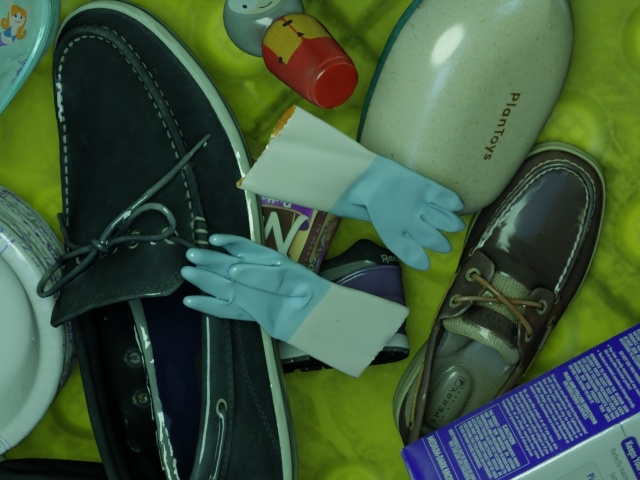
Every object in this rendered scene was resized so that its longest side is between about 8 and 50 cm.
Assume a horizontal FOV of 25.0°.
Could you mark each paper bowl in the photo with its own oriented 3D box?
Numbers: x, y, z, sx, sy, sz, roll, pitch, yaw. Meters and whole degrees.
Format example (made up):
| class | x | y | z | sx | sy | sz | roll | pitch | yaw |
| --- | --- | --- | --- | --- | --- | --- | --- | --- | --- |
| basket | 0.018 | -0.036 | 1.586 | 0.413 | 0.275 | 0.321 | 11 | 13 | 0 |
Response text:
| class | x | y | z | sx | sy | sz | roll | pitch | yaw |
| --- | --- | --- | --- | --- | --- | --- | --- | --- | --- |
| paper bowl | -0.368 | 0.067 | 1.389 | 0.284 | 0.148 | 0.284 | 2 | 107 | 5 |

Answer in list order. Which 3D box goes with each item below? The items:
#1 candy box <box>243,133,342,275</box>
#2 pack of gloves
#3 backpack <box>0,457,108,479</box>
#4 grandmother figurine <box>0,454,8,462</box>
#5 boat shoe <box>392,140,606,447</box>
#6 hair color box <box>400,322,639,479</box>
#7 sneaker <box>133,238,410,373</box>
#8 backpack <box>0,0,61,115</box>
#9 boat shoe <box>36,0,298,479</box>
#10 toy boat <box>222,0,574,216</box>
| class | x | y | z | sx | sy | sz | roll | pitch | yaw |
| --- | --- | --- | --- | --- | --- | --- | --- | --- | --- |
| candy box | -0.074 | -0.033 | 1.336 | 0.186 | 0.053 | 0.109 | 33 | 111 | 27 |
| pack of gloves | 0.000 | 0.000 | 1.214 | 0.232 | 0.046 | 0.195 | 26 | 111 | -37 |
| backpack | -0.214 | 0.401 | 1.442 | 0.290 | 0.273 | 0.356 | 6 | 90 | -3 |
| grandmother figurine | -0.471 | 0.285 | 1.496 | 0.342 | 0.104 | 0.208 | -21 | 113 | 15 |
| boat shoe | 0.166 | 0.073 | 1.346 | 0.123 | 0.123 | 0.342 | 28 | 108 | -3 |
| hair color box | 0.267 | 0.200 | 1.328 | 0.339 | 0.110 | 0.185 | -27 | 127 | 4 |
| sneaker | -0.052 | 0.065 | 1.398 | 0.283 | 0.107 | 0.124 | -7 | 77 | 16 |
| backpack | -0.342 | -0.200 | 1.250 | 0.225 | 0.191 | 0.253 | -50 | 53 | 16 |
| boat shoe | -0.151 | 0.023 | 1.270 | 0.186 | 0.156 | 0.500 | -17 | 84 | 34 |
| toy boat | 0.071 | -0.153 | 1.236 | 0.318 | 0.148 | 0.267 | 6 | 120 | -41 |
